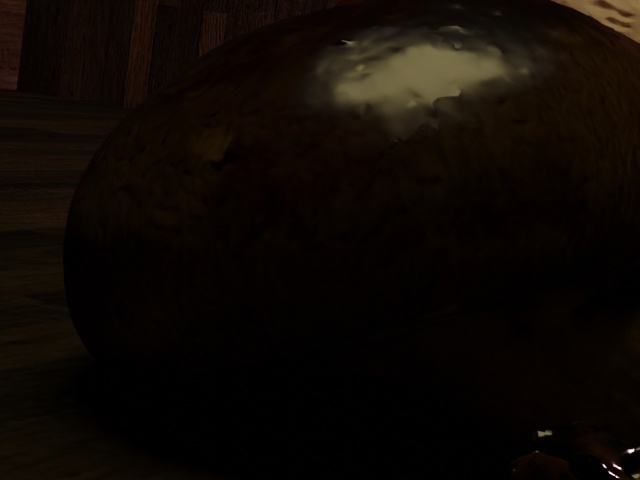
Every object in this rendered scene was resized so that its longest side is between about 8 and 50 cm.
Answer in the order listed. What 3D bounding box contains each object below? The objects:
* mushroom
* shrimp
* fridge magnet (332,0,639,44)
[{"bbox_3d":[0.036,-0.014,0.750,0.345,0.239,0.345,9,-20,3],"label":"mushroom"},{"bbox_3d":[0.097,0.097,0.507,0.117,0.066,0.262,-5,-15,31],"label":"shrimp"},{"bbox_3d":[0.125,-0.100,1.143,0.364,0.363,0.155,13,-23,37],"label":"fridge magnet"}]
